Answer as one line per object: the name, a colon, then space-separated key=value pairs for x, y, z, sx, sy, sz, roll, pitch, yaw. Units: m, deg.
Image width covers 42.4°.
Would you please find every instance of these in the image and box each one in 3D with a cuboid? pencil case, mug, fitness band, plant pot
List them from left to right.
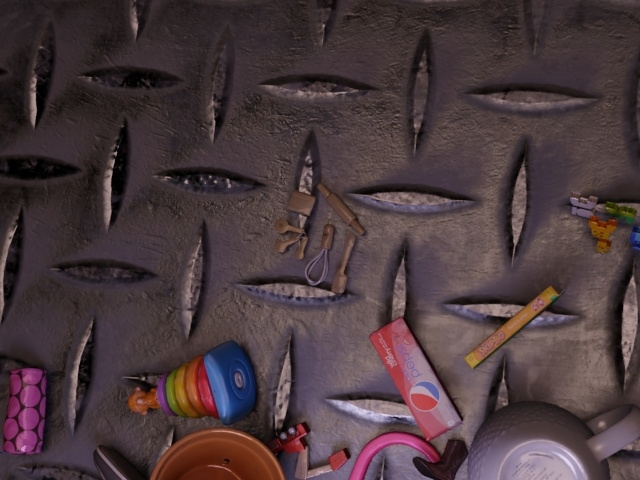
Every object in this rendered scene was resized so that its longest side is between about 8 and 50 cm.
pencil case: x=-0.720 y=0.411 z=1.996 sx=0.098 sy=0.095 sz=0.209 roll=-3 pitch=78 yaw=32
plant pot: x=-0.230 y=0.563 z=1.771 sx=0.291 sy=0.203 sz=0.290 roll=5 pitch=67 yaw=-12
fitness band: x=0.158 y=0.564 z=1.800 sx=0.209 sy=0.054 sz=0.290 roll=19 pitch=84 yaw=15
mug: x=0.466 y=0.432 z=1.612 sx=0.374 sy=0.328 sz=0.276 roll=-32 pitch=76 yaw=5

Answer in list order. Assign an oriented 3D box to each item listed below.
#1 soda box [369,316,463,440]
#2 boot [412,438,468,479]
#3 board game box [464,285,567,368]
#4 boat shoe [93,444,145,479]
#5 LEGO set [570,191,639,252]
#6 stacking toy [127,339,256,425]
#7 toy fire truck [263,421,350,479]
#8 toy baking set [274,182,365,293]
soda box: x=0.210 y=0.302 z=1.815 sx=0.092 sy=0.083 sz=0.263 roll=-31 pitch=77 yaw=6
boot: x=0.260 y=0.461 z=1.770 sx=0.106 sy=0.037 sz=0.114 roll=43 pitch=55 yaw=-7
board game box: x=0.418 y=0.182 z=1.768 sx=0.259 sy=0.124 sz=0.039 roll=-38 pitch=75 yaw=4
boat shoe: x=-0.419 y=0.612 z=1.886 sx=0.335 sy=0.112 sz=0.095 roll=41 pitch=86 yaw=11
LEGO set: x=0.642 y=-0.020 z=1.781 sx=0.227 sy=0.093 sz=0.087 roll=16 pitch=54 yaw=19
stacking toy: x=-0.314 y=0.350 z=1.899 sx=0.302 sy=0.166 sz=0.175 roll=-17 pitch=89 yaw=21
toy fire truck: x=-0.045 y=0.486 z=1.858 sx=0.192 sy=0.047 sz=0.135 roll=-33 pitch=77 yaw=6
toy baking set: x=0.004 y=-0.006 z=1.939 sx=0.256 sy=0.030 sz=0.196 roll=44 pitch=95 yaw=15
